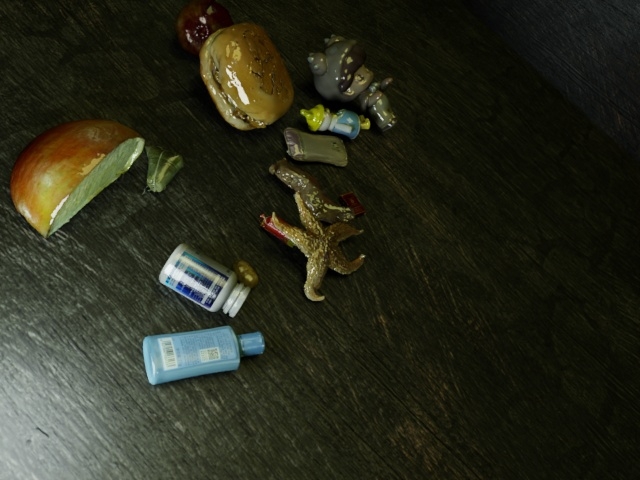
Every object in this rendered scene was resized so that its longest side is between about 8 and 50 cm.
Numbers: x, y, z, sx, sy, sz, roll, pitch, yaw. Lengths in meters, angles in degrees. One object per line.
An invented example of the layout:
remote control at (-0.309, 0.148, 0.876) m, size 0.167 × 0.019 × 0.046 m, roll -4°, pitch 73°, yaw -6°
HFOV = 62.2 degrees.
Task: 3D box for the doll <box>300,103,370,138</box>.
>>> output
doll at (0.047, -0.398, 1.781) m, size 0.241 × 0.099 × 0.135 m, roll 6°, pitch 58°, yaw -29°

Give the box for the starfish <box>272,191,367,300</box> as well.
starfish at (0.002, -0.001, 1.431) m, size 0.302 × 0.060 × 0.299 m, roll 48°, pitch 52°, yaw -18°

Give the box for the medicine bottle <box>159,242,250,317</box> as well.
medicine bottle at (-0.262, 0.095, 1.219) m, size 0.192 × 0.107 × 0.107 m, roll 31°, pitch 47°, yaw -7°

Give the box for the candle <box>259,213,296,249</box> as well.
candle at (-0.109, -0.031, 1.444) m, size 0.131 × 0.052 × 0.052 m, roll 34°, pitch 47°, yaw -4°

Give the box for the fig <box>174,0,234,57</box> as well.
fig at (-0.380, -0.727, 1.725) m, size 0.191 × 0.190 × 0.290 m, roll 6°, pitch 55°, yaw -27°

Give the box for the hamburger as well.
hamburger at (-0.216, -0.504, 1.614) m, size 0.304 × 0.174 × 0.284 m, roll 62°, pitch 36°, yaw -23°

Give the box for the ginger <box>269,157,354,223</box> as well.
ginger at (-0.028, -0.136, 1.564) m, size 0.290 × 0.084 × 0.122 m, roll 40°, pitch 22°, yaw 5°

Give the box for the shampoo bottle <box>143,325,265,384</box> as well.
shampoo bottle at (-0.244, 0.241, 1.153) m, size 0.259 × 0.061 × 0.103 m, roll -3°, pitch 58°, yaw -32°

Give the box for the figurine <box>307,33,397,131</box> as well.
figurine at (0.125, -0.553, 1.890) m, size 0.381 × 0.203 × 0.248 m, roll 42°, pitch 52°, yaw -12°

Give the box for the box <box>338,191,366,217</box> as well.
box at (0.097, -0.110, 1.644) m, size 0.052 × 0.023 × 0.082 m, roll -20°, pitch 69°, yaw -40°

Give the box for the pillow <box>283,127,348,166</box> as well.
pillow at (-0.010, -0.299, 1.712) m, size 0.233 × 0.038 × 0.130 m, roll 3°, pitch 58°, yaw -32°

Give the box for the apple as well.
apple at (-0.567, -0.173, 1.230) m, size 0.346 × 0.254 × 0.179 m, roll -60°, pitch 136°, yaw -43°

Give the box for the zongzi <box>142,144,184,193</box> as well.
zongzi at (-0.444, -0.178, 1.371) m, size 0.131 × 0.062 × 0.154 m, roll 22°, pitch 61°, yaw 13°

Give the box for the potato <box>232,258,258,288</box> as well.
potato at (-0.188, 0.084, 1.318) m, size 0.051 × 0.040 × 0.083 m, roll -24°, pitch 69°, yaw -30°
